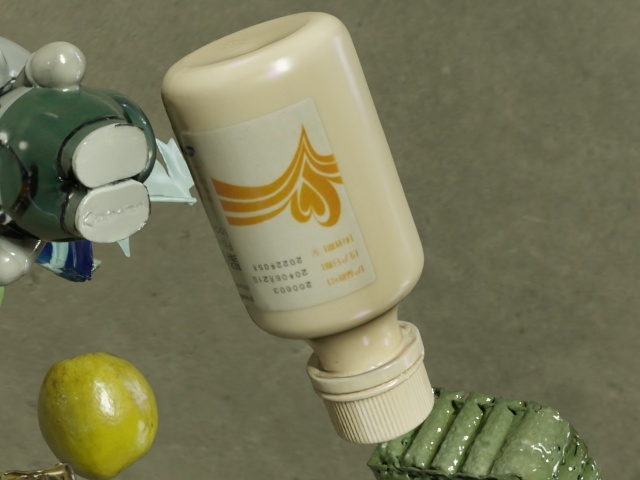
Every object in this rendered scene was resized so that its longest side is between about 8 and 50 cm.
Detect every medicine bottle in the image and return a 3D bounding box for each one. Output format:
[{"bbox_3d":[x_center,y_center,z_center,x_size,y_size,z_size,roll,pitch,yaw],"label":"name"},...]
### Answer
[{"bbox_3d":[0.000,0.000,0.707,0.114,0.114,0.252,-32,113,-27],"label":"medicine bottle"}]

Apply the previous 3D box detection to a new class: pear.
[{"bbox_3d":[-0.283,0.219,1.523,0.148,0.149,0.162,-25,95,-28],"label":"pear"}]

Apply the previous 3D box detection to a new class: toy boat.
[{"bbox_3d":[-0.194,-0.067,1.051,0.291,0.067,0.221,-7,65,-57],"label":"toy boat"}]

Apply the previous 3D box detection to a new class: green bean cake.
[{"bbox_3d":[0.206,0.294,1.393,0.255,0.241,0.132,57,51,-34],"label":"green bean cake"}]

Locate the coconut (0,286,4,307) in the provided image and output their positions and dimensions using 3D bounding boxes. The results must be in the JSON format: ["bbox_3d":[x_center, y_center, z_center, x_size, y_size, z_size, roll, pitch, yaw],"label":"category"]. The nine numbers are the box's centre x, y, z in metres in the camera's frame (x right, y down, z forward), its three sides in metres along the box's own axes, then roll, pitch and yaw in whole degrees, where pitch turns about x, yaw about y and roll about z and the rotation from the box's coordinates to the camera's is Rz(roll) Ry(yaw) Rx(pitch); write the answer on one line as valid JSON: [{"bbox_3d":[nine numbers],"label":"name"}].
[{"bbox_3d":[-0.571,0.059,1.723,0.236,0.236,0.205,-32,101,-27],"label":"coconut"}]

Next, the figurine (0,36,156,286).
[{"bbox_3d":[-0.164,-0.050,0.602,0.126,0.192,0.147,-27,126,-36],"label":"figurine"}]

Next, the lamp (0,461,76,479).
[{"bbox_3d":[-0.339,0.401,1.431,0.090,0.325,0.089,-6,44,-21],"label":"lamp"}]
